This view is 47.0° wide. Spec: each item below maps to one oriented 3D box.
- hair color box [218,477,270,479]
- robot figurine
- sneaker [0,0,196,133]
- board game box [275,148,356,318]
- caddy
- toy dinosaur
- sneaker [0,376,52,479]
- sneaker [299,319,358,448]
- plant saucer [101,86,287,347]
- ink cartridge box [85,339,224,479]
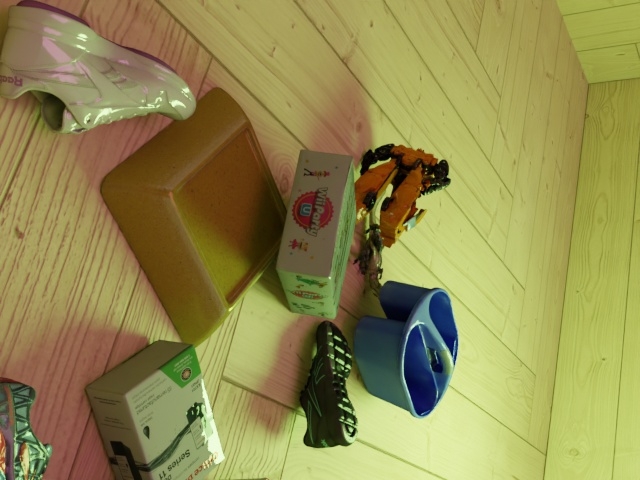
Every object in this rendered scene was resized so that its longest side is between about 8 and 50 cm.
[{"bbox_3d":[-0.130,0.486,1.224,0.053,0.093,0.167,60,27,-55],"label":"hair color box"},{"bbox_3d":[0.163,-0.114,1.642,0.291,0.211,0.085,-49,152,-40],"label":"robot figurine"},{"bbox_3d":[-0.306,-0.207,1.016,0.305,0.114,0.152,18,89,-51],"label":"sneaker"},{"bbox_3d":[0.000,0.000,1.352,0.303,0.097,0.224,83,17,-71],"label":"board game box"},{"bbox_3d":[0.218,0.248,1.669,0.241,0.179,0.341,-53,141,-30],"label":"caddy"},{"bbox_3d":[0.120,0.012,1.674,0.118,0.064,0.268,2,90,-74],"label":"toy dinosaur"},{"bbox_3d":[-0.370,0.295,0.894,0.125,0.104,0.262,-18,106,-59],"label":"sneaker"},{"bbox_3d":[0.003,0.286,1.476,0.101,0.106,0.267,39,38,-44],"label":"sneaker"},{"bbox_3d":[-0.166,-0.043,1.229,0.333,0.081,0.333,-52,131,-42],"label":"plant saucer"},{"bbox_3d":[-0.241,0.278,1.103,0.153,0.087,0.208,-36,120,-50],"label":"ink cartridge box"}]
